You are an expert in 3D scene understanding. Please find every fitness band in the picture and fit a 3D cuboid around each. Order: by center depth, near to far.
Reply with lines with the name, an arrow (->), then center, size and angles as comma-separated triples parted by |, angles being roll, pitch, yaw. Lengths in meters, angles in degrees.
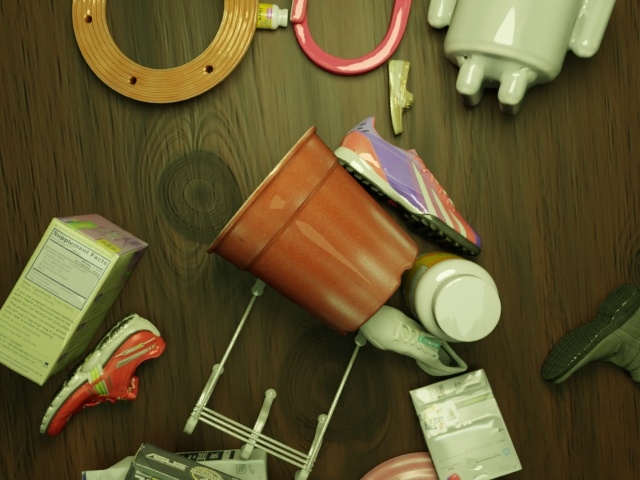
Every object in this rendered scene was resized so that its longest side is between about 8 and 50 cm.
fitness band -> 0.058, -0.440, 1.204 | 0.209, 0.054, 0.290 | 11, 95, -5

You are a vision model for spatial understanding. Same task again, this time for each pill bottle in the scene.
pill bottle -> 0.220, 0.095, 1.144 | 0.136, 0.245, 0.136 | 0, 94, -1
pill bottle -> -0.100, -0.398, 1.204 | 0.083, 0.043, 0.043 | 4, 94, -1

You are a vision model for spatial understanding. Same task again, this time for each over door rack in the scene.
over door rack -> -0.068, 0.241, 1.229 | 0.240, 0.108, 0.324 | 26, 79, -3

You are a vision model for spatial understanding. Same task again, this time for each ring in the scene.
ring -> -0.270, -0.405, 1.185 | 0.337, 0.032, 0.336 | 0, 90, 9

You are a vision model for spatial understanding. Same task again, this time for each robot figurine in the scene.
robot figurine -> 0.329, -0.397, 1.136 | 0.300, 0.200, 0.353 | 18, 94, 12

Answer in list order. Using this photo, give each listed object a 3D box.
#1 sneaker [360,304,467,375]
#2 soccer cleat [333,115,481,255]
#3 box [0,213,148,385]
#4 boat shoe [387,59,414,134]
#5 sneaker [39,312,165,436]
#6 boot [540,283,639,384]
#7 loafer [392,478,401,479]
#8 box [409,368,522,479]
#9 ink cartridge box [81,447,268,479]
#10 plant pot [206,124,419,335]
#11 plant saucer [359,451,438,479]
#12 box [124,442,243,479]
sneaker -> 0.170, 0.175, 1.199 | 0.212, 0.094, 0.080 | 30, 74, -21
soccer cleat -> 0.172, -0.091, 1.206 | 0.318, 0.108, 0.116 | 36, 80, -4
box -> -0.423, 0.088, 1.146 | 0.117, 0.213, 0.243 | 32, 93, -4
boat shoe -> 0.145, -0.257, 1.216 | 0.045, 0.050, 0.135 | -3, 94, 4
sneaker -> -0.389, 0.261, 1.218 | 0.118, 0.107, 0.279 | 43, 95, -13
boot -> 0.542, 0.213, 1.246 | 0.246, 0.083, 0.161 | -44, 99, 3
loafer -> 0.144, 0.485, 1.189 | 0.045, 0.039, 0.125 | -8, 94, 0
box -> 0.259, 0.343, 1.228 | 0.145, 0.038, 0.186 | -18, 66, 0
ink cartridge box -> -0.260, 0.479, 1.252 | 0.333, 0.065, 0.165 | -2, 95, -3
plant pot -> 0.000, 0.000, 1.124 | 0.265, 0.272, 0.272 | 41, 92, -5
plant saucer -> 0.197, 0.567, 1.258 | 0.332, 0.084, 0.332 | 0, 95, -1
box -> -0.195, 0.577, 1.185 | 0.395, 0.097, 0.318 | 22, 97, -4
